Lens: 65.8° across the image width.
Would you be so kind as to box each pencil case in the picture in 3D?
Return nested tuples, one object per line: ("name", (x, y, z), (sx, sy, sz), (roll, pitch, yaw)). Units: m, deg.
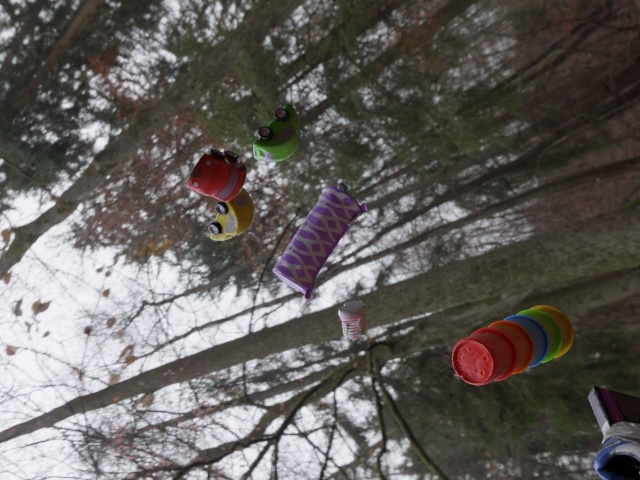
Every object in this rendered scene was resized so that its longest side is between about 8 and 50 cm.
("pencil case", (0.000, 0.000, 0.899), (0.088, 0.206, 0.086), (31, 173, 20))

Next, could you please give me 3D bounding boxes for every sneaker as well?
("sneaker", (0.272, 0.175, 0.369), (0.058, 0.135, 0.052), (-19, -95, -33))
("sneaker", (0.064, 0.155, 0.938), (0.134, 0.050, 0.070), (11, -107, -84))

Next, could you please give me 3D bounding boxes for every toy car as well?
("toy car", (-0.092, -0.110, 0.735), (0.053, 0.239, 0.225), (34, -109, 8))

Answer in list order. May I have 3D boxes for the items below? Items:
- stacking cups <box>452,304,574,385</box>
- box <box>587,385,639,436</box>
("stacking cups", (0.295, 0.159, 0.769), (0.316, 0.096, 0.096), (2, -112, -46))
("box", (0.504, 0.288, 0.745), (0.162, 0.029, 0.116), (14, -154, 7))
